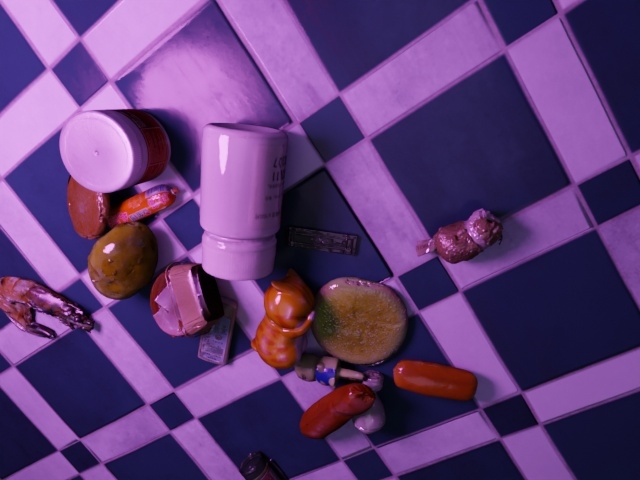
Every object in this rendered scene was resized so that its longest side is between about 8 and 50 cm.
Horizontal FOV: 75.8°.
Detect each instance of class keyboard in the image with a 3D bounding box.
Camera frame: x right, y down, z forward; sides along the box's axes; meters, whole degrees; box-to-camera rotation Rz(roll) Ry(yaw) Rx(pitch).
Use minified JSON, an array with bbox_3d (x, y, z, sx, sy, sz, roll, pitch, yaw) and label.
[{"bbox_3d":[0.000,0.000,1.157,0.205,0.013,0.061,8,110,6],"label":"keyboard"}]

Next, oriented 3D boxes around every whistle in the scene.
[{"bbox_3d":[0.018,0.394,1.239,0.228,0.084,0.105,8,153,13],"label":"whistle"}]

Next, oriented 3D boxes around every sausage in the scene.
[{"bbox_3d":[-0.504,-0.102,1.176,0.235,0.071,0.071,-21,103,16],"label":"sausage"},{"bbox_3d":[0.329,0.405,1.197,0.239,0.098,0.097,9,109,4],"label":"sausage"},{"bbox_3d":[0.042,0.511,1.242,0.097,0.093,0.348,22,130,-21],"label":"sausage"}]

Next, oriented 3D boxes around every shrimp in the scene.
[{"bbox_3d":[-0.923,0.245,1.371,0.365,0.071,0.233,24,120,0],"label":"shrimp"}]

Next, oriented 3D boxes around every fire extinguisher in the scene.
[{"bbox_3d":[-0.161,0.876,1.435,0.093,0.118,0.294,-21,107,52],"label":"fire extinguisher"}]

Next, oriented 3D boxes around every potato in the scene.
[{"bbox_3d":[-0.565,0.058,1.181,0.148,0.186,0.253,44,113,40],"label":"potato"}]

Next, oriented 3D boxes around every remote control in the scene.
[{"bbox_3d":[-0.324,0.283,1.293,0.098,0.038,0.233,16,111,5],"label":"remote control"}]

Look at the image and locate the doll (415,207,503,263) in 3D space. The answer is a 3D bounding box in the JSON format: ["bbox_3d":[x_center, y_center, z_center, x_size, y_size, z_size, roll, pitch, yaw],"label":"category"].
[{"bbox_3d":[0.352,0.000,1.049,0.222,0.105,0.114,-22,105,15],"label":"doll"}]

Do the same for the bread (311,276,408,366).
[{"bbox_3d":[0.106,0.245,1.206,0.302,0.045,0.300,4,110,10],"label":"bread"}]

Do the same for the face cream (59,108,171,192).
[{"bbox_3d":[-0.523,-0.238,1.071,0.201,0.187,0.200,3,109,9],"label":"face cream"}]

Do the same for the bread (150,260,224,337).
[{"bbox_3d":[-0.397,0.174,1.197,0.212,0.142,0.224,-20,83,27],"label":"bread"}]

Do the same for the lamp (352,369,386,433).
[{"bbox_3d":[0.152,0.494,1.257,0.106,0.106,0.192,5,98,8],"label":"lamp"}]

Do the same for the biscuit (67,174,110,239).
[{"bbox_3d":[-0.660,-0.110,1.173,0.226,0.042,0.225,6,101,36],"label":"biscuit"}]

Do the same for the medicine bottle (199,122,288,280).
[{"bbox_3d":[-0.200,-0.100,1.053,0.211,0.211,0.370,10,110,6],"label":"medicine bottle"}]

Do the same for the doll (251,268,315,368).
[{"bbox_3d":[-0.099,0.233,1.174,0.162,0.166,0.269,21,107,3],"label":"doll"}]
